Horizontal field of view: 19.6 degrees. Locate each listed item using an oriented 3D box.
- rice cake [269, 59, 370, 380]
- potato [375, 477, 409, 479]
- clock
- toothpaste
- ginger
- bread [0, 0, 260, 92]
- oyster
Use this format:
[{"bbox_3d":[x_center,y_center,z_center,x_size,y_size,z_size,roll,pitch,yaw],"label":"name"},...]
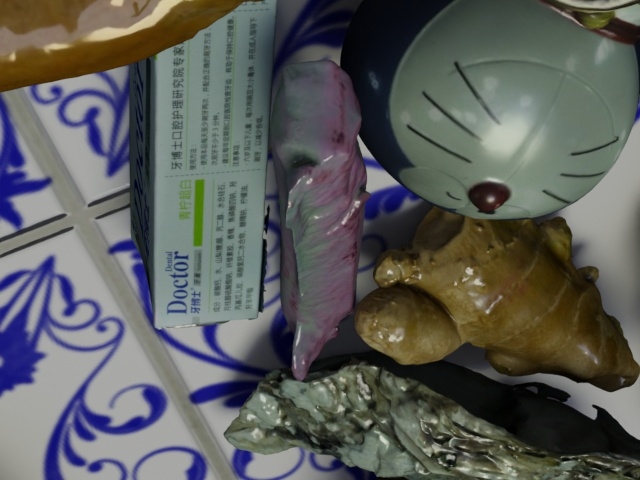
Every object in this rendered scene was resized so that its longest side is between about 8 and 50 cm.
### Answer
[{"bbox_3d":[0.000,-0.003,0.991,0.051,0.081,0.290,6,158,3],"label":"rice cake"},{"bbox_3d":[0.103,0.201,1.232,0.200,0.137,0.154,-20,177,-18],"label":"potato"},{"bbox_3d":[0.119,-0.118,0.941,0.199,0.146,0.243,30,115,-19],"label":"clock"},{"bbox_3d":[-0.061,-0.100,0.942,0.067,0.081,0.336,-6,133,-12],"label":"toothpaste"},{"bbox_3d":[0.114,0.027,1.125,0.205,0.115,0.081,13,162,-36],"label":"ginger"},{"bbox_3d":[-0.097,-0.241,0.714,0.328,0.148,0.337,-25,109,9],"label":"bread"},{"bbox_3d":[0.092,0.115,1.131,0.252,0.199,0.087,1,104,-23],"label":"oyster"}]
